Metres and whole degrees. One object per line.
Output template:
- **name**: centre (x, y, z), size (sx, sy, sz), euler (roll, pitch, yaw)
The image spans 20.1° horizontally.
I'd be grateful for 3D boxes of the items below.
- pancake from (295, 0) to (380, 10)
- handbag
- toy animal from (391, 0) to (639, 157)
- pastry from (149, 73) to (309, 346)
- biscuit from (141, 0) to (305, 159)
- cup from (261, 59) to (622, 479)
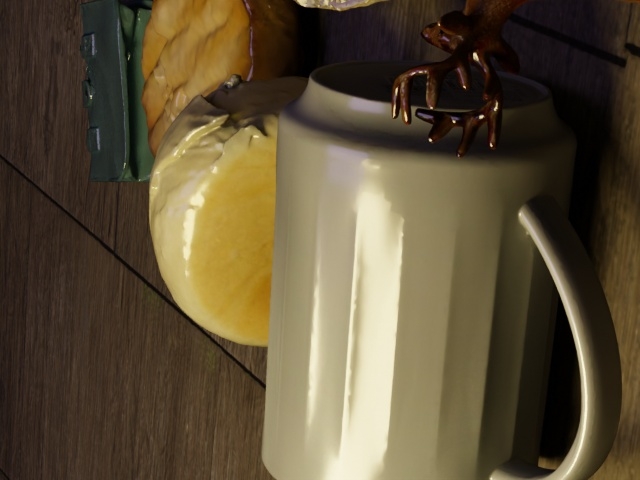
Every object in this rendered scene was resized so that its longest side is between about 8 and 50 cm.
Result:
- **pancake**: centre (-0.017, -0.372, 1.539), size (0.387, 0.082, 0.387), euler (13, 128, 17)
- **handbag**: centre (-0.251, -0.184, 2.236), size (0.179, 0.062, 0.229), euler (6, 99, 62)
- **toy animal**: centre (0.173, -0.189, 1.265), size (0.243, 0.087, 0.260), euler (2, 73, 24)
- **pastry**: centre (-0.035, -0.028, 1.650), size (0.133, 0.264, 0.265), euler (-114, 31, -61)
- **biscuit**: centre (-0.102, -0.194, 1.914), size (0.296, 0.102, 0.296), euler (-1, 89, 62)
- **cup**: centre (0.104, 0.041, 1.430), size (0.323, 0.237, 0.327), euler (20, 112, 42)
